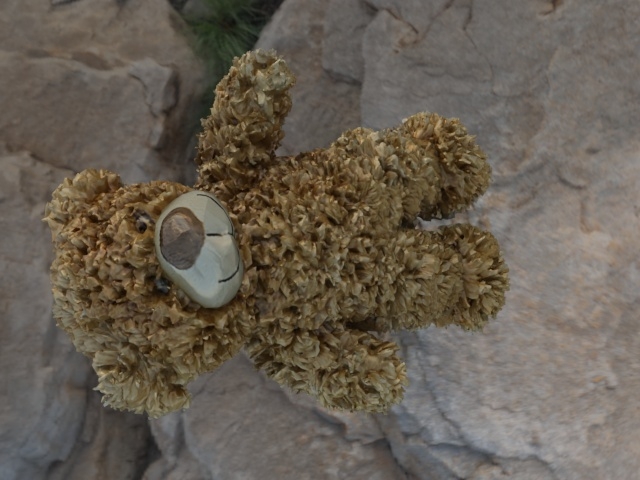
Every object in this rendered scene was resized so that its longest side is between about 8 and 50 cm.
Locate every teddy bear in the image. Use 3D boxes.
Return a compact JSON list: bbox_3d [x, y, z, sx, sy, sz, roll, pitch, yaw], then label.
[{"bbox_3d":[0.000,0.000,0.559,0.113,0.338,0.245,-2,80,58],"label":"teddy bear"}]
